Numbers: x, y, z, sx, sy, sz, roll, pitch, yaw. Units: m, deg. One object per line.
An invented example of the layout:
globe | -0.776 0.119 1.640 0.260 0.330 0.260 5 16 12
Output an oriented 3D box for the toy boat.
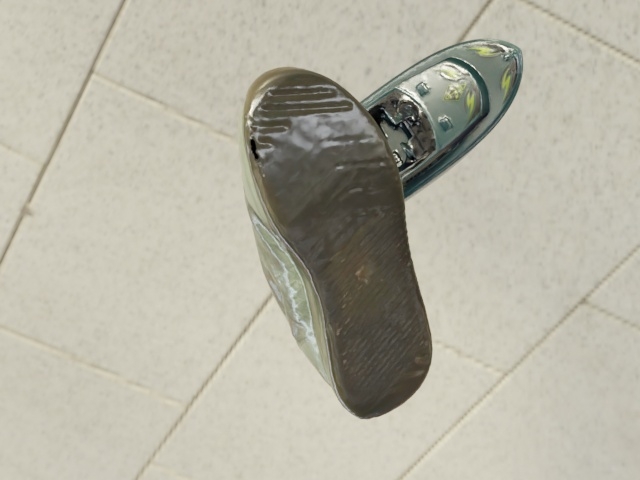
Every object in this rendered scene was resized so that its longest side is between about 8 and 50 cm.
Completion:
toy boat | 0.070 -0.088 1.052 0.246 0.103 0.093 -35 78 18

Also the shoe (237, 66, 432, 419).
shoe | 0.000 0.000 0.908 0.103 0.098 0.275 -25 116 -22
